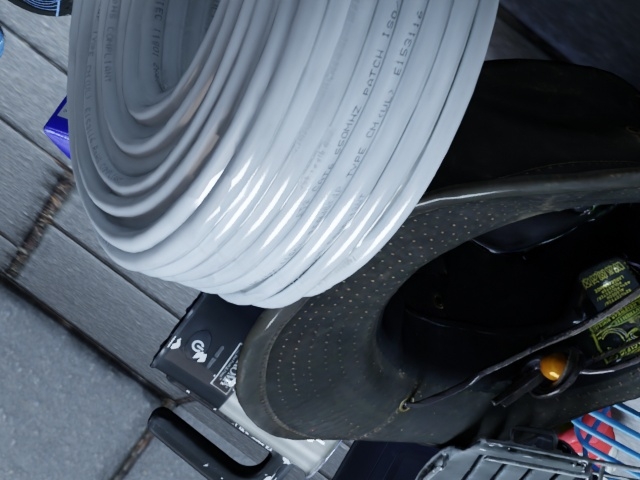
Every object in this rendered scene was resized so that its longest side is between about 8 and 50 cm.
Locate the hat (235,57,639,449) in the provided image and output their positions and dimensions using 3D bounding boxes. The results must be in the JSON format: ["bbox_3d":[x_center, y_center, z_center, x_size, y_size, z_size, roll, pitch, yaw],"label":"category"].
[{"bbox_3d":[0.106,-0.011,0.842,0.331,0.331,0.134,69,-174,-65],"label":"hat"}]

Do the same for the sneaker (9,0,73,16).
[{"bbox_3d":[-0.165,-0.187,1.102,0.090,0.081,0.232,41,172,-29],"label":"sneaker"}]

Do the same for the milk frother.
[{"bbox_3d":[-0.043,0.092,1.212,0.135,0.129,0.143,37,-151,-3],"label":"milk frother"}]

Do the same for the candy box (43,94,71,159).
[{"bbox_3d":[0.000,0.000,1.220,0.268,0.122,0.317,21,159,41],"label":"candy box"}]

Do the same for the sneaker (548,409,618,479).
[{"bbox_3d":[0.116,0.101,1.379,0.279,0.107,0.118,27,145,21],"label":"sneaker"}]

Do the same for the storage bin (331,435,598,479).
[{"bbox_3d":[0.096,0.187,1.145,0.180,0.122,0.084,11,152,47],"label":"storage bin"}]

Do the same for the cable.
[{"bbox_3d":[-0.022,-0.104,0.697,0.089,0.257,0.257,13,165,-26],"label":"cable"}]

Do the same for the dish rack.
[{"bbox_3d":[0.183,0.175,0.957,0.271,0.074,0.208,12,157,0],"label":"dish rack"}]

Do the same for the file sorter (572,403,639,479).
[{"bbox_3d":[0.214,0.088,1.046,0.118,0.104,0.170,27,163,28],"label":"file sorter"}]

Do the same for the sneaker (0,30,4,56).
[{"bbox_3d":[-0.334,-0.203,1.479,0.078,0.067,0.188,51,180,39],"label":"sneaker"}]
